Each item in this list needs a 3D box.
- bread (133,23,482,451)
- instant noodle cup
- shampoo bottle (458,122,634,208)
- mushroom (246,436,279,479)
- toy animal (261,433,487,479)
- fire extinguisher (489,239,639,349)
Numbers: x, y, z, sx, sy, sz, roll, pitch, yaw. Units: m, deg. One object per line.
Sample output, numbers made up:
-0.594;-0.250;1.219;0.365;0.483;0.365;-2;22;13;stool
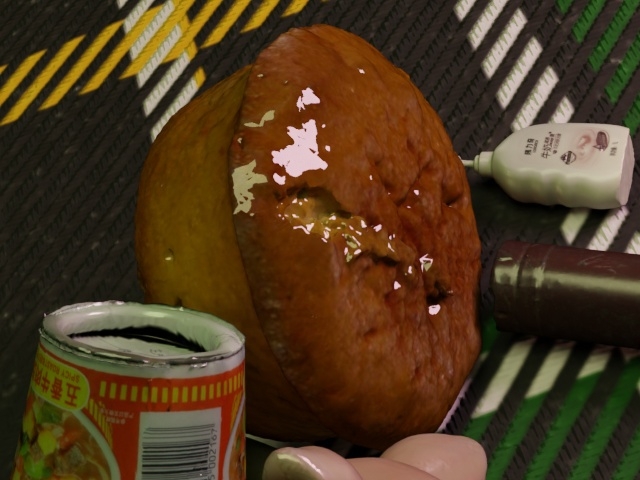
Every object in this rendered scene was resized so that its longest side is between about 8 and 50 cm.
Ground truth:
-0.002;0.003;1.183;0.172;0.312;0.312;-14;46;31;bread
-0.126;0.155;1.045;0.193;0.212;0.193;6;13;-2;instant noodle cup
0.174;-0.062;1.325;0.152;0.045;0.077;2;52;23;shampoo bottle
-0.054;0.193;1.171;0.312;0.081;0.100;18;67;27;mushroom
0.086;0.232;0.928;0.326;0.237;0.269;-23;75;26;toy animal
0.257;0.057;1.181;0.267;0.072;0.089;7;81;24;fire extinguisher
